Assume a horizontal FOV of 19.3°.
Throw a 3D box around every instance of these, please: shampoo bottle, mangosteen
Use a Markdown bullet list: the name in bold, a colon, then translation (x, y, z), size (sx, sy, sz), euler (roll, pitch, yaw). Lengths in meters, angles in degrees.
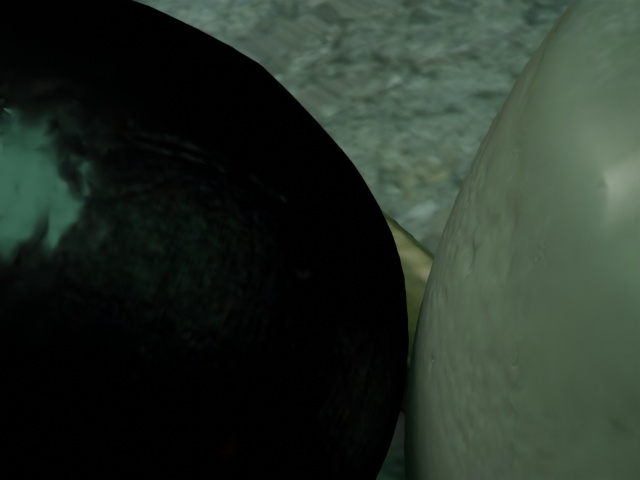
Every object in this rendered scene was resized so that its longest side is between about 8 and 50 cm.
- **shampoo bottle**: translation (0.188, 0.050, 0.595), size (0.322, 0.317, 0.322), euler (0, 44, 0)
- **mangosteen**: translation (-0.113, 0.061, 0.642), size (0.275, 0.275, 0.302), euler (9, 62, 9)

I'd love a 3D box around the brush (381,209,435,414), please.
- **brush**: translation (0.000, 0.000, 0.836), size (0.054, 0.048, 0.282), euler (-23, 43, -23)
